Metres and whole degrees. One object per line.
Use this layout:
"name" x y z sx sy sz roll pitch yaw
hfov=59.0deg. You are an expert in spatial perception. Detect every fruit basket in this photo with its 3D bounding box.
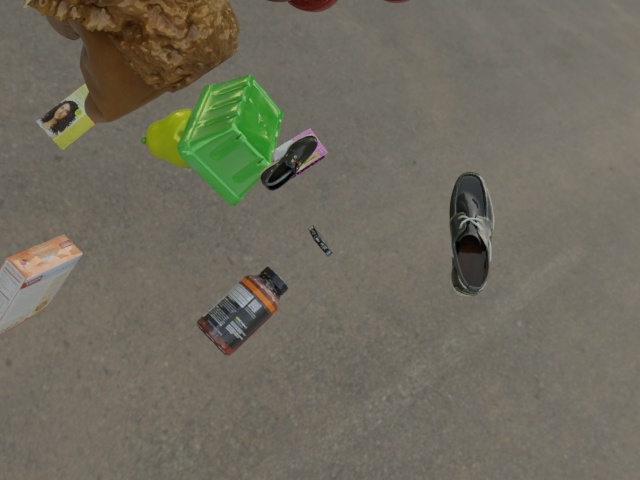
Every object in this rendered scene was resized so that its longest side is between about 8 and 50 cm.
"fruit basket" -0.327 -0.293 1.683 0.283 0.392 0.392 47 35 -33

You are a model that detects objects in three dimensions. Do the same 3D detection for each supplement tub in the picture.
"supplement tub" -0.162 0.147 1.219 0.198 0.106 0.106 -43 82 -14

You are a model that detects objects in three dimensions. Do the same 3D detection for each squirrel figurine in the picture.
"squirrel figurine" -0.289 -0.376 0.746 0.281 0.397 0.370 -38 118 -11

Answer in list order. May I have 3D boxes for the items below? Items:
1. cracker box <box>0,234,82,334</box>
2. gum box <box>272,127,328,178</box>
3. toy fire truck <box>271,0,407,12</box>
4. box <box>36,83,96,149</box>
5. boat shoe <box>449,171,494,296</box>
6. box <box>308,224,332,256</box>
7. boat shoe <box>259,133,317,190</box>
"cracker box" -0.644 0.102 1.239 0.067 0.232 0.156 46 28 2
"gum box" -0.077 -0.292 1.937 0.188 0.062 0.107 -35 88 -17
"toy fire truck" 0.017 -0.435 0.711 0.302 0.253 0.169 2 16 20
"box" -0.622 -0.348 1.492 0.232 0.058 0.087 -44 72 -11
"boat shoe" 0.277 -0.017 1.029 0.084 0.079 0.233 3 80 9
"box" 0.000 0.000 1.529 0.067 0.018 0.083 50 5 -25
"boat shoe" -0.054 -0.144 1.056 0.049 0.133 0.042 45 8 -42
